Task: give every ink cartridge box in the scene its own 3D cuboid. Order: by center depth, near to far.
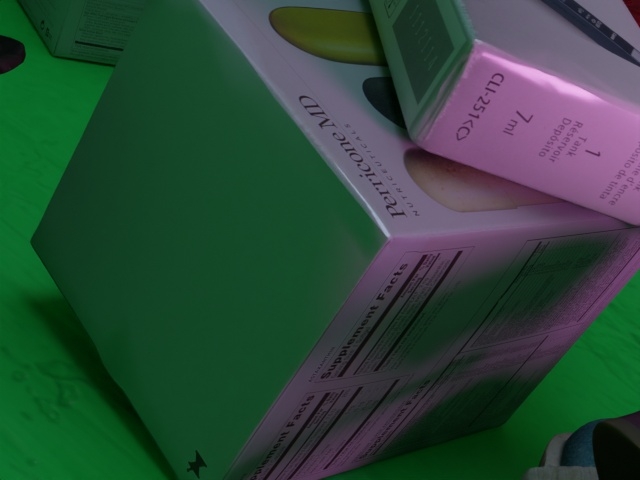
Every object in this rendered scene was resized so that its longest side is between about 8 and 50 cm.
[{"bbox_3d":[0.149,-0.117,0.707,0.261,0.066,0.296,19,34,-22],"label":"ink cartridge box"}]

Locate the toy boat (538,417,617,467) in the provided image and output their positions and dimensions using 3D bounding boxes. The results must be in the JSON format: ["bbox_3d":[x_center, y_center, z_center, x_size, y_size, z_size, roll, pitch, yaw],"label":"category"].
[{"bbox_3d":[0.263,0.161,0.664,0.267,0.148,0.318,36,29,25],"label":"toy boat"}]

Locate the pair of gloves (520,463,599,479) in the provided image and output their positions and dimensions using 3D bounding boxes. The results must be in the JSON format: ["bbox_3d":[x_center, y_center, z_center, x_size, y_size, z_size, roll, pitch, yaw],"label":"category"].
[{"bbox_3d":[0.058,0.181,0.509,0.240,0.042,0.204,-4,34,-3],"label":"pair of gloves"}]

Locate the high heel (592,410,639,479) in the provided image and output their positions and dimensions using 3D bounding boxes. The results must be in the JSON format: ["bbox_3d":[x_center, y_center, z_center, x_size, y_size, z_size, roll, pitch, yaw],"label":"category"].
[{"bbox_3d":[0.264,0.135,0.421,0.181,0.127,0.377,-17,33,-14],"label":"high heel"}]

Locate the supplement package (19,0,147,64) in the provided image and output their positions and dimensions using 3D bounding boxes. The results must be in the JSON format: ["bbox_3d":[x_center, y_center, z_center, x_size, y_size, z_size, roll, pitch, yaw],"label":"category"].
[{"bbox_3d":[-0.154,-0.286,1.059,0.139,0.244,0.134,5,31,-35],"label":"supplement package"}]

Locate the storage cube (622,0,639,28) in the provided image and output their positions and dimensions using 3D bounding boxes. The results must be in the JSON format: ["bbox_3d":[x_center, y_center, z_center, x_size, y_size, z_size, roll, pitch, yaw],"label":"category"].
[{"bbox_3d":[0.175,-0.162,1.144,0.193,0.215,0.183,-12,43,-42],"label":"storage cube"}]

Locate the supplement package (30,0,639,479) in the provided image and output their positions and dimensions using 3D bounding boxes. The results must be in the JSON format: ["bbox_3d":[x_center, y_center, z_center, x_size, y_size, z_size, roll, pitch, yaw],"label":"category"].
[{"bbox_3d":[0.022,-0.008,0.695,0.262,0.198,0.199,-6,49,-46],"label":"supplement package"}]

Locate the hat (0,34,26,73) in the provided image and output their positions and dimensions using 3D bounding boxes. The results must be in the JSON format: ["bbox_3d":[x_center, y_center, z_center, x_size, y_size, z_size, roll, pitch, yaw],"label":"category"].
[{"bbox_3d":[-0.310,-0.042,0.577,0.331,0.134,0.331,5,9,-1],"label":"hat"}]
